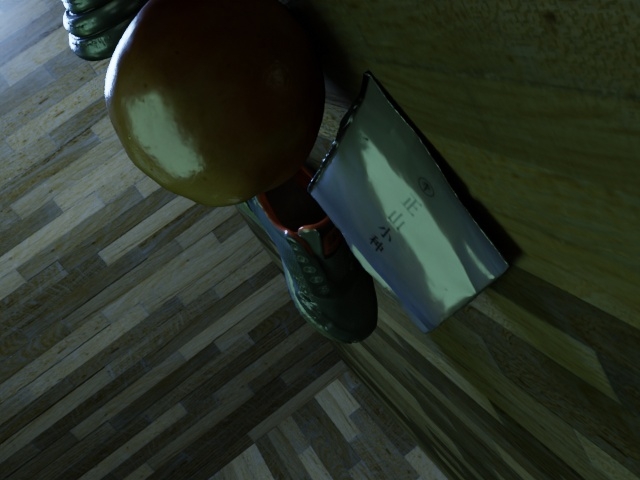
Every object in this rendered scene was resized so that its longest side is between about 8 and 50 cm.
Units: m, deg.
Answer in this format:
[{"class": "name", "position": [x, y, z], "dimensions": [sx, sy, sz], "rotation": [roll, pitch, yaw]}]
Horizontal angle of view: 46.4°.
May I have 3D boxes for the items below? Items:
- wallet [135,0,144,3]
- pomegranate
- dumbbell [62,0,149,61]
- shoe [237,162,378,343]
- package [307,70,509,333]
[{"class": "wallet", "position": [-0.259, -0.399, 0.655], "dimensions": [0.377, 0.051, 0.197], "rotation": [45, 149, 1]}, {"class": "pomegranate", "position": [-0.096, -0.134, 0.683], "dimensions": [0.209, 0.209, 0.209], "rotation": [52, 172, 10]}, {"class": "dumbbell", "position": [-0.310, -0.393, 0.897], "dimensions": [0.179, 0.179, 0.406], "rotation": [43, 168, 53]}, {"class": "shoe", "position": [0.000, 0.000, 1.064], "dimensions": [0.336, 0.132, 0.171], "rotation": [57, 163, -9]}, {"class": "package", "position": [0.079, -0.023, 0.706], "dimensions": [0.204, 0.062, 0.251], "rotation": [52, 159, 10]}]
